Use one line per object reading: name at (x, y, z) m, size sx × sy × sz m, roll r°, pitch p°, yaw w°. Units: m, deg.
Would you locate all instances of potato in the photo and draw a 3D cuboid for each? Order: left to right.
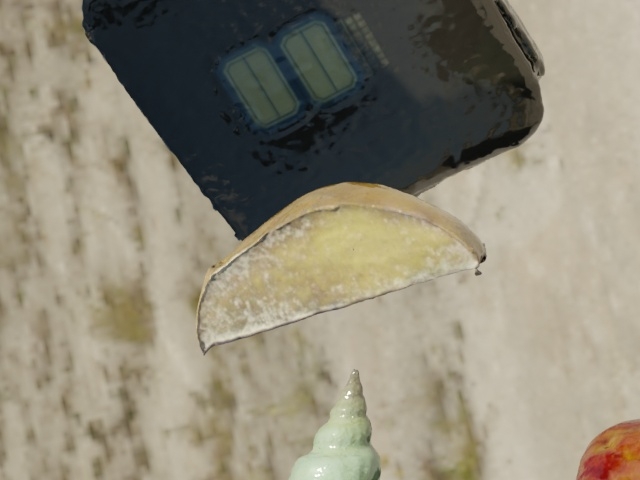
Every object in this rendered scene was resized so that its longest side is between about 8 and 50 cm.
potato at (0.001, -0.001, 0.490) m, size 0.036 × 0.093 × 0.037 m, roll 61°, pitch -156°, yaw -24°

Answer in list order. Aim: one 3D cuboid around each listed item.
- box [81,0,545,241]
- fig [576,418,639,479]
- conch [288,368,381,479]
box at (-0.004, -0.182, 1.568) m, size 0.359 × 0.350 × 0.091 m, roll 54°, pitch -163°, yaw -25°
fig at (0.351, 0.276, 1.532) m, size 0.186 × 0.249 × 0.204 m, roll 70°, pitch -144°, yaw -59°
conch at (-0.006, 0.136, 0.617) m, size 0.065 × 0.088 × 0.180 m, roll 2°, pitch 79°, yaw 43°
